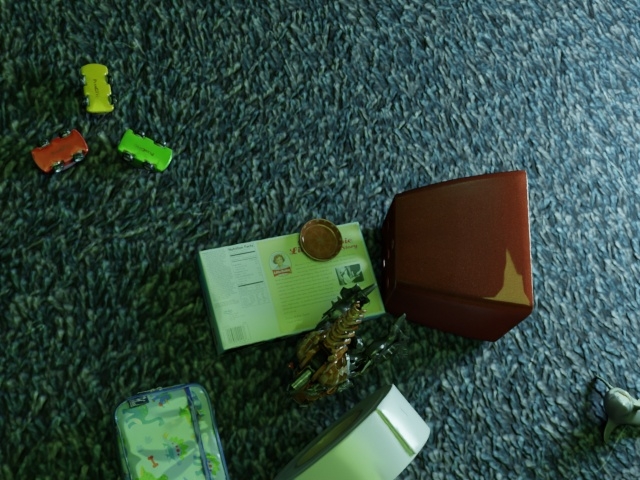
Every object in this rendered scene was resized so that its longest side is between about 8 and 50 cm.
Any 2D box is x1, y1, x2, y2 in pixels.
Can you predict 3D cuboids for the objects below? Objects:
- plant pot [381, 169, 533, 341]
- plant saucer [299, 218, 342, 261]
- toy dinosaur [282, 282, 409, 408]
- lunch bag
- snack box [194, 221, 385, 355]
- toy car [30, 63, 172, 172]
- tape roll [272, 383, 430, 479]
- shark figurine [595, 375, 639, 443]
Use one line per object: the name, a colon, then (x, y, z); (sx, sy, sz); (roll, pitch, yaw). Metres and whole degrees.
plant pot: (0.240, 0.032, 1.710); (0.235, 0.267, 0.267); (2, 72, -4)
plant saucer: (0.000, 0.000, 1.699); (0.083, 0.013, 0.083); (6, 69, -16)
toy dinosaur: (0.034, 0.192, 1.543); (0.218, 0.322, 0.164); (-35, 94, -28)
lunch bag: (-0.250, 0.356, 1.532); (0.176, 0.090, 0.219); (-8, 77, -22)
snack box: (-0.055, 0.085, 1.693); (0.322, 0.060, 0.187); (-11, 76, -20)
toy car: (-0.384, -0.185, 1.683); (0.225, 0.053, 0.239); (26, 68, -8)
tape roll: (0.044, 0.364, 1.512); (0.286, 0.286, 0.100); (-38, 86, -24)
shark figurine: (0.622, 0.369, 1.812); (0.278, 0.166, 0.116); (30, 91, -25)
